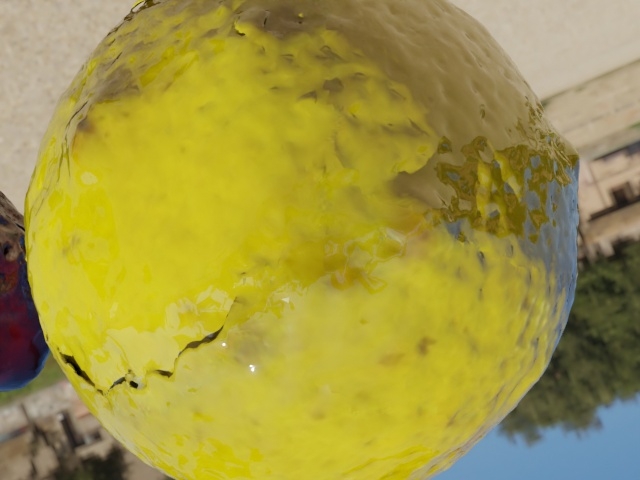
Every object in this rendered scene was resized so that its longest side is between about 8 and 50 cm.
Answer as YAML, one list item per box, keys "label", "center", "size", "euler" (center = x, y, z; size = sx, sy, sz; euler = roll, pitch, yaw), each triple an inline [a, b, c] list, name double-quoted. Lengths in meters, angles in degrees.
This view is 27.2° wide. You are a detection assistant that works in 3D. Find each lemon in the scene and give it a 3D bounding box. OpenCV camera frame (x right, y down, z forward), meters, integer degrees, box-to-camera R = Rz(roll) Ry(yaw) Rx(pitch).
- label: "lemon"
  center: [0.000, 0.000, 0.847]
  size: [0.350, 0.350, 0.387]
  euler: [-23, 150, 35]

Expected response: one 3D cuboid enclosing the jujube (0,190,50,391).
- label: "jujube"
  center: [-0.443, 0.014, 1.430]
  size: [0.258, 0.377, 0.258]
  euler: [-32, -149, 22]
